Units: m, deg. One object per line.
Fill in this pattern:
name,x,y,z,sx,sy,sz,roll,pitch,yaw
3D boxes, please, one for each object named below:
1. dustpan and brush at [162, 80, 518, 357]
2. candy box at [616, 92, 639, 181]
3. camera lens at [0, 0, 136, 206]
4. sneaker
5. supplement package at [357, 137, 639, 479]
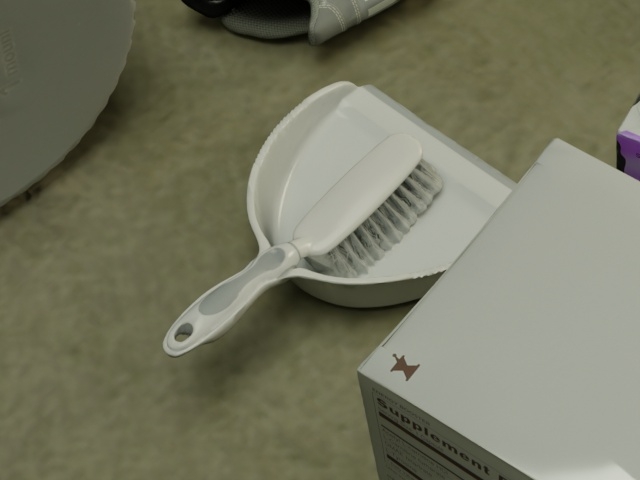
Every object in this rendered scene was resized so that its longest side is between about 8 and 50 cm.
dustpan and brush,0.000,0.000,1.027,0.147,0.060,0.211,36,68,26
candy box,0.222,0.012,0.906,0.165,0.196,0.070,24,64,22
camera lens,-0.258,-0.162,1.074,0.219,0.219,0.274,-37,60,-16
sneaker,-0.045,-0.197,1.151,0.132,0.086,0.228,-35,60,-12
supplement package,0.117,0.099,0.836,0.134,0.244,0.139,31,66,25
